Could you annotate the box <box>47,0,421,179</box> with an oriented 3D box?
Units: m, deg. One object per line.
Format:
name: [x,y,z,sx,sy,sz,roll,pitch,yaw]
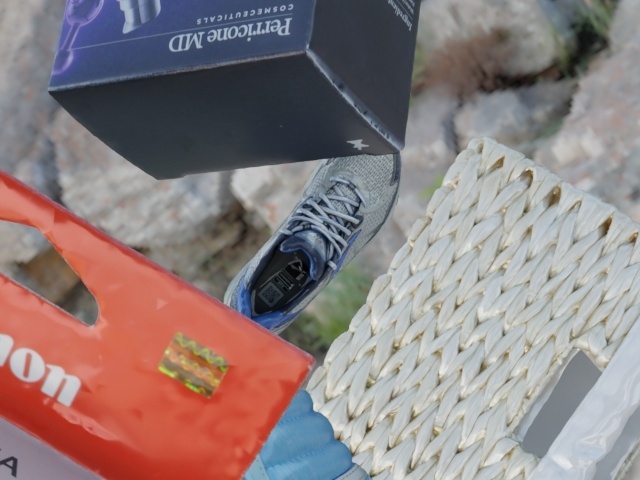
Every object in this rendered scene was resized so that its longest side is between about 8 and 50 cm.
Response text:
box: [-0.034,-0.149,0.805,0.153,0.108,0.207,-6,64,27]

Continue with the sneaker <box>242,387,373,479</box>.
sneaker: [-0.076,0.194,0.795,0.127,0.208,0.319,-26,10,41]

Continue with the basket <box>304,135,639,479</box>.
basket: [0.196,0.135,1.367,0.266,0.331,0.328,35,90,29]

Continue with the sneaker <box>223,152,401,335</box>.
sneaker: [0.000,0.000,0.839,0.135,0.052,0.058,-54,2,0]

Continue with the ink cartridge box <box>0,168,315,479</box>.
ink cartridge box: [-0.174,0.085,0.705,0.239,0.275,0.060,-60,-1,29]
